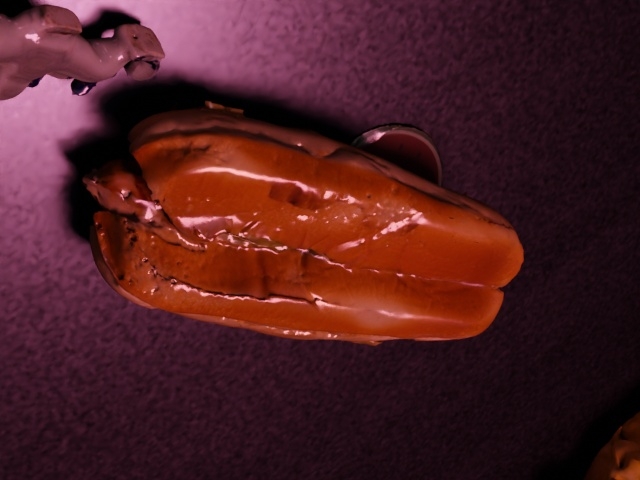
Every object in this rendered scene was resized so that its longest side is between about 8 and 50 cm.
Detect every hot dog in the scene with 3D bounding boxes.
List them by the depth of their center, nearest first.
[{"bbox_3d":[0.000,0.000,0.630,0.269,0.072,0.109,13,111,-34],"label":"hot dog"}]

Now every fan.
[{"bbox_3d":[0.025,-0.006,0.691,0.085,0.005,0.133,11,112,-37],"label":"fan"}]

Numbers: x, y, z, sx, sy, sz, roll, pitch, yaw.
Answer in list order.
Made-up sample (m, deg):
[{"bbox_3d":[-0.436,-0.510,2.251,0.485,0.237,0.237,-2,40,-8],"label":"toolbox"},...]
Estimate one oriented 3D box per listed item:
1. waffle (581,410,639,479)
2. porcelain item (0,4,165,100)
[{"bbox_3d":[0.311,0.254,1.001,0.382,0.095,0.379,-44,133,3],"label":"waffle"},{"bbox_3d":[-0.133,-0.072,0.516,0.075,0.021,0.136,-36,162,25],"label":"porcelain item"}]
